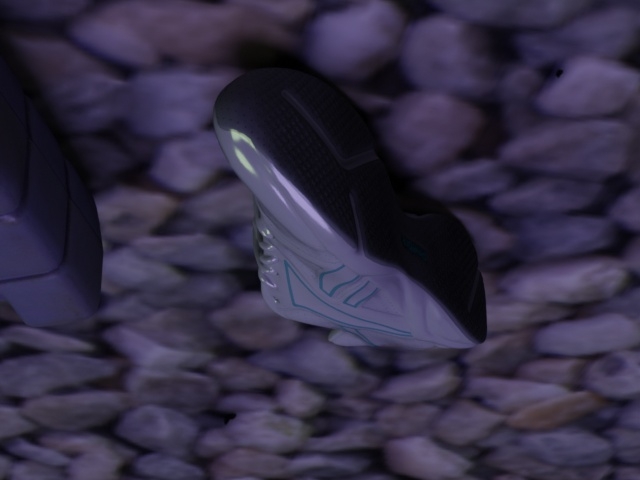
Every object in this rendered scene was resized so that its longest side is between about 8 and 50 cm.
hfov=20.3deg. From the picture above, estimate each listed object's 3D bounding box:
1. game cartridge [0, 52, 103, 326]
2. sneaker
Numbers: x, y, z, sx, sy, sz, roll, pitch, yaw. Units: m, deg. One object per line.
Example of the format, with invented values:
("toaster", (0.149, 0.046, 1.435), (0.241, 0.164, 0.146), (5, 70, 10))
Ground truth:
("game cartridge", (-0.264, -0.021, 0.503), (0.355, 0.068, 0.230), (-9, 147, 7))
("sneaker", (0.000, 0.000, 0.571), (0.061, 0.053, 0.152), (-14, 146, 23))
